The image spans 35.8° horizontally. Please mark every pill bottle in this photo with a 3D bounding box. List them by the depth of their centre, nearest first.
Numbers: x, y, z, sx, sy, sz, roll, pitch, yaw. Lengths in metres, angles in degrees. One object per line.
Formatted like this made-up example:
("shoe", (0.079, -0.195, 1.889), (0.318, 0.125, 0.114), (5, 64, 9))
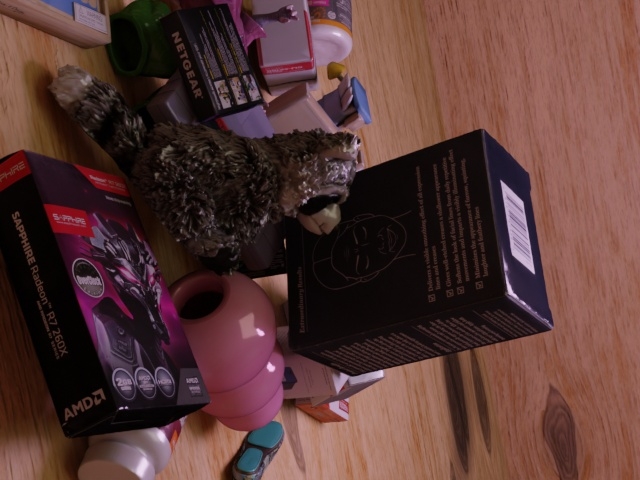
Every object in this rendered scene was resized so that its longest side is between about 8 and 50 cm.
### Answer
("pill bottle", (-0.263, 0.265, 1.439), (0.221, 0.121, 0.121), (-72, 146, -49))
("pill bottle", (-0.005, -0.574, 2.381), (0.162, 0.162, 0.278), (39, 45, -59))

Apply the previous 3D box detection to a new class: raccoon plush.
("raccoon plush", (-0.143, -0.155, 1.476), (0.446, 0.299, 0.216), (48, 3, -28))

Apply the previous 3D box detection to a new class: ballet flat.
("ballet flat", (-0.119, 0.404, 1.845), (0.188, 0.070, 0.070), (-42, 121, -63))

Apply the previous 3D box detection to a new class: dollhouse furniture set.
("dollhouse furniture set", (-0.068, -0.244, 2.018), (0.198, 0.286, 0.303), (49, 22, -31))

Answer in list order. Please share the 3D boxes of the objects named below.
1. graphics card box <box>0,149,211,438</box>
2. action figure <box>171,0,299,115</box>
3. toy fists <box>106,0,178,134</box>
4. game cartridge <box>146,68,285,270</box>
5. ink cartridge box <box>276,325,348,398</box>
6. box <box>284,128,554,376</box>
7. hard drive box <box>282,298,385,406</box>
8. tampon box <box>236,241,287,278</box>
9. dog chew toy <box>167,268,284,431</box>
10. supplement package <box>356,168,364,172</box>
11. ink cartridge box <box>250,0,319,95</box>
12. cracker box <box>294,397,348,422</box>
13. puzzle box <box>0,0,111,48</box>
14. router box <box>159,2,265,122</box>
("graphics card box", (-0.298, 0.071, 1.322), (0.233, 0.094, 0.371), (18, 47, -66))
("action figure", (-0.198, -0.382, 1.843), (0.370, 0.276, 0.248), (87, 17, -45))
("toy fists", (-0.268, -0.270, 1.684), (0.142, 0.096, 0.279), (-46, 123, -65))
("game cartridge", (-0.145, -0.147, 1.707), (0.355, 0.068, 0.230), (60, 33, -30))
("ink cartridge box", (-0.050, 0.225, 1.868), (0.154, 0.212, 0.093), (-47, 127, -63))
("box", (0.155, 0.035, 1.679), (0.212, 0.396, 0.293), (32, 48, -52))
("hard drive box", (0.024, 0.202, 2.031), (0.089, 0.181, 0.232), (-9, 71, -29))
("tampon box", (-0.143, -0.007, 1.852), (0.101, 0.120, 0.161), (-2, 83, -68))
("dog chew toy", (-0.152, 0.200, 1.656), (0.331, 0.207, 0.206), (70, 23, -44))
("supplement package", (0.055, -0.126, 2.423), (0.105, 0.105, 0.179), (-73, 146, -49))
("ink cartridge box", (-0.074, -0.434, 2.108), (0.273, 0.114, 0.197), (53, 30, -85))
("cracker box", (0.006, 0.270, 2.188), (0.156, 0.067, 0.232), (44, 43, -56))
("puzzle box", (-0.438, -0.452, 1.388), (0.409, 0.052, 0.272), (11, 71, -67))
("router box", (-0.174, -0.292, 1.617), (0.133, 0.046, 0.178), (-26, 96, -53))
